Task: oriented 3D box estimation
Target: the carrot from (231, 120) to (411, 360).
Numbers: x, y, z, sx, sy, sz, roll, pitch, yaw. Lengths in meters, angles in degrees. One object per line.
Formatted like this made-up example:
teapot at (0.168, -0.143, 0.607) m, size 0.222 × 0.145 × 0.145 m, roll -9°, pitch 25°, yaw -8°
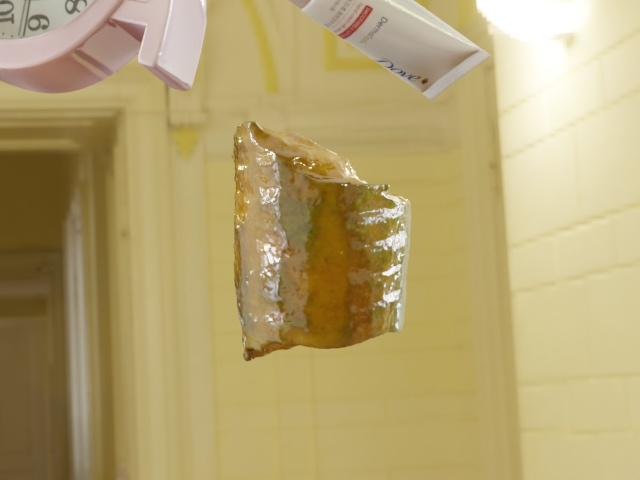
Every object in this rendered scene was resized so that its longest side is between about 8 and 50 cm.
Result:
carrot at (0.000, 0.000, 1.941) m, size 0.241 × 0.341 × 0.241 m, roll 0°, pitch 12°, yaw 0°

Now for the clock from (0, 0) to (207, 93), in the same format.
clock at (-0.220, -0.251, 1.024) m, size 0.275 × 0.290 × 0.080 m, roll -1°, pitch -7°, yaw 12°

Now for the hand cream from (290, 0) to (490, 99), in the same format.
hand cream at (0.065, -0.254, 1.679) m, size 0.248 × 0.083 × 0.133 m, roll 33°, pitch -27°, yaw -12°
